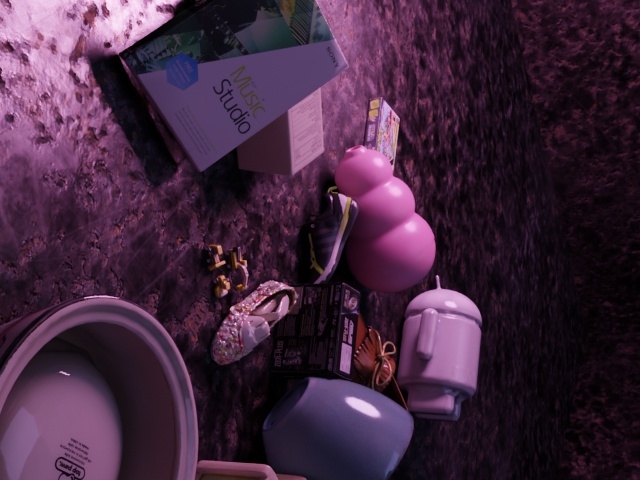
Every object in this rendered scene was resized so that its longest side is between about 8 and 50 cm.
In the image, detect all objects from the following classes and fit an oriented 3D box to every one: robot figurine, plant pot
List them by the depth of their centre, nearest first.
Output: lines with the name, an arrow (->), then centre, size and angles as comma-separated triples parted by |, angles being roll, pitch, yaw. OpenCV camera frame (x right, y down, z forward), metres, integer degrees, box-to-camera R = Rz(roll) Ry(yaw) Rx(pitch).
plant pot -> 0.004, 0.372, 1.676 | 0.195, 0.290, 0.290 | 43, 41, -7
robot figurine -> 0.304, 0.276, 2.264 | 0.300, 0.199, 0.353 | 52, 43, -61

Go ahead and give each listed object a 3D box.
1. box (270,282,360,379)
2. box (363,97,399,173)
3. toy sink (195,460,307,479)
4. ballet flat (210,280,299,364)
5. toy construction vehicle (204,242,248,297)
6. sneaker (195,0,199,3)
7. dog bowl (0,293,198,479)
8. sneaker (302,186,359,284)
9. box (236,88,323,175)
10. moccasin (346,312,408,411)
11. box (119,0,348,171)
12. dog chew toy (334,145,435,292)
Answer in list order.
box -> -0.009, 0.181, 1.756 | 0.077, 0.147, 0.180 | 34, 57, -55
box -> 0.148, -0.236, 2.205 | 0.114, 0.036, 0.207 | 37, 55, -54
toy sink -> -0.142, 0.451, 1.479 | 0.234, 0.152, 0.131 | -61, 137, -43
ballet flat -> -0.116, 0.144, 1.637 | 0.241, 0.077, 0.091 | -51, 131, -51
toy construction vehicle -> -0.165, 0.049, 1.599 | 0.086, 0.035, 0.098 | -20, 105, -60
sneaker -> -0.180, -0.420, 1.617 | 0.170, 0.068, 0.071 | -38, 144, -57
dog bowl -> -0.336, 0.274, 1.145 | 0.408, 0.150, 0.408 | 10, 79, -61
sneaker -> 0.000, 0.000, 1.885 | 0.084, 0.097, 0.235 | 138, -25, -76
box -> -0.082, -0.290, 1.635 | 0.148, 0.121, 0.311 | -43, 136, -54
moccasin -> 0.112, 0.289, 1.963 | 0.139, 0.147, 0.380 | -53, 132, -50
box -> -0.133, -0.296, 1.462 | 0.322, 0.058, 0.232 | -38, 125, -10
dog chew toy -> 0.130, -0.052, 1.999 | 0.206, 0.206, 0.332 | -44, 116, -55
